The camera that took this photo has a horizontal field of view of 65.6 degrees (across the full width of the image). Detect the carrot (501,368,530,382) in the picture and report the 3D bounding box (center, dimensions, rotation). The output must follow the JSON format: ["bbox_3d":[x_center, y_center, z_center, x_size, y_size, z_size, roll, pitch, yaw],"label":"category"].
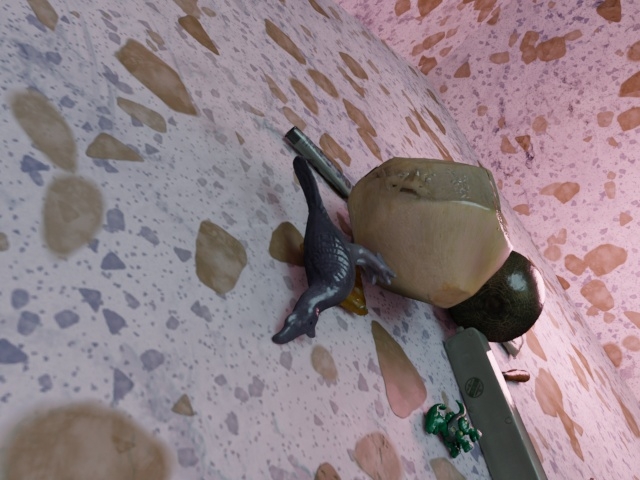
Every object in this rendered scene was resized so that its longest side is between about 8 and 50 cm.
[{"bbox_3d":[0.524,0.364,1.340,0.165,0.035,0.036,19,43,-43],"label":"carrot"}]

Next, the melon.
[{"bbox_3d":[0.439,0.133,1.258,0.238,0.237,0.301,56,19,7],"label":"melon"}]

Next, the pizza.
[{"bbox_3d":[0.031,0.056,0.941,0.178,0.041,0.131,42,36,-15],"label":"pizza"}]

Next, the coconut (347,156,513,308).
[{"bbox_3d":[0.219,-0.020,1.028,0.352,0.352,0.353,37,32,-28],"label":"coconut"}]

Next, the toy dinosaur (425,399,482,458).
[{"bbox_3d":[0.246,0.343,0.930,0.096,0.059,0.132,52,36,11],"label":"toy dinosaur"}]

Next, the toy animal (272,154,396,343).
[{"bbox_3d":[0.030,0.025,0.863,0.205,0.081,0.367,20,53,-23],"label":"toy animal"}]

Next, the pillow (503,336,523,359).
[{"bbox_3d":[0.540,0.232,1.500,0.148,0.050,0.230,-18,73,-54],"label":"pillow"}]

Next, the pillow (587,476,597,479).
[{"bbox_3d":[0.675,0.681,1.152,0.223,0.084,0.236,11,46,-49],"label":"pillow"}]

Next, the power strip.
[{"bbox_3d":[0.362,0.352,1.052,0.062,0.091,0.385,29,36,-39],"label":"power strip"}]

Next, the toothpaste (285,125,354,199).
[{"bbox_3d":[0.011,-0.176,1.180,0.239,0.039,0.062,43,34,-22],"label":"toothpaste"}]
